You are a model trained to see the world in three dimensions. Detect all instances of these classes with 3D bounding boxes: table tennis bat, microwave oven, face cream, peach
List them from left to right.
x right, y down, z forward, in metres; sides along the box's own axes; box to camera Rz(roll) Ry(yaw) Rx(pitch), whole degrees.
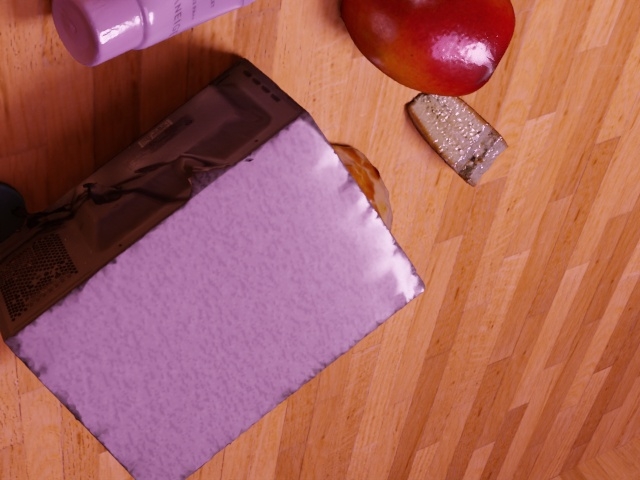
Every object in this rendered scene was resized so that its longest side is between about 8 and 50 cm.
[{"bbox_3d":[-0.450,0.005,1.598,0.201,0.033,0.124,-46,145,12],"label":"table tennis bat"},{"bbox_3d":[-0.165,-0.286,1.444,0.274,0.096,0.154,-32,147,-31],"label":"face cream"},{"bbox_3d":[-0.154,0.036,1.602,0.432,0.236,0.374,-39,121,-4],"label":"microwave oven"},{"bbox_3d":[0.135,-0.292,1.664,0.196,0.226,0.190,-65,-172,-14],"label":"peach"}]

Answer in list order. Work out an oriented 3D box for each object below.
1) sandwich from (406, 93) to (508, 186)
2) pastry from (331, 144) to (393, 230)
[{"bbox_3d":[0.222,-0.151,1.958,0.090,0.088,0.244,-45,147,7],"label":"sandwich"},{"bbox_3d":[0.005,-0.007,1.874,0.256,0.170,0.237,-35,151,-9],"label":"pastry"}]
